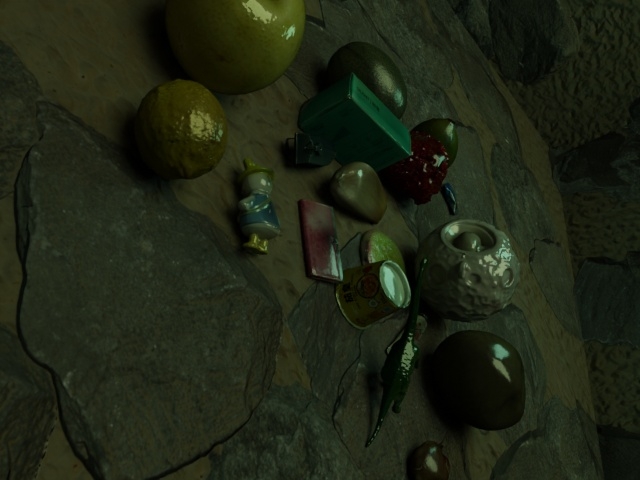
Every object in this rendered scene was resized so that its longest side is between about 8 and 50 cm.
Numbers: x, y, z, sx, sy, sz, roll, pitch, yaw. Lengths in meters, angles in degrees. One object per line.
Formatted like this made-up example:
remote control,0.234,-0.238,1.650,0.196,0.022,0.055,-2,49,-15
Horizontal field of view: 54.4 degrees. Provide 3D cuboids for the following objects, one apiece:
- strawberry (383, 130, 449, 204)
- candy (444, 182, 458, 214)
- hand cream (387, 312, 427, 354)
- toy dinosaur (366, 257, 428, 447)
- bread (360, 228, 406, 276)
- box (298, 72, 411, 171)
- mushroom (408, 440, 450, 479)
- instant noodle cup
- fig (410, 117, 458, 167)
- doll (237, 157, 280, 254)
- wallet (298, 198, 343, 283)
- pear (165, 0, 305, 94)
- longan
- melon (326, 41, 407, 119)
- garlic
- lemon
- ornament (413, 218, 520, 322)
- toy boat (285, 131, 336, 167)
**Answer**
strawberry,0.343,-0.264,2.159,0.274,0.220,0.274,25,53,-39
candy,0.528,-0.167,2.513,0.088,0.038,0.136,-27,99,-69
hand cream,0.263,0.293,1.866,0.234,0.050,0.080,-43,109,-48
toy dinosaur,0.211,0.293,1.606,0.300,0.087,0.447,88,23,-49
bread,0.201,0.068,1.926,0.228,0.034,0.228,30,48,-39
box,0.111,-0.342,1.907,0.311,0.205,0.118,35,42,-36
mushroom,0.307,0.608,1.695,0.170,0.080,0.135,-42,114,-52
instant noodle cup,0.150,0.139,1.715,0.182,0.144,0.182,30,48,-40
fig,0.437,-0.370,2.345,0.203,0.225,0.203,23,42,-22
doll,-0.149,-0.088,1.496,0.135,0.099,0.241,5,63,-27
wallet,0.000,0.000,1.694,0.119,0.025,0.232,13,58,-38
pear,-0.205,-0.524,1.495,0.348,0.348,0.348,31,47,-40
longan,0.486,0.427,1.893,0.350,0.289,0.288,58,33,-31
melon,0.146,-0.498,2.023,0.301,0.237,0.237,57,35,-4
garlic,0.117,-0.149,1.879,0.318,0.112,0.143,30,70,-49
lemon,-0.292,-0.232,1.307,0.192,0.192,0.231,13,60,-50
ornament,0.466,0.106,2.009,0.337,0.337,0.337,31,47,-40
toy boat,-0.020,-0.256,1.788,0.246,0.103,0.092,-9,101,-68
